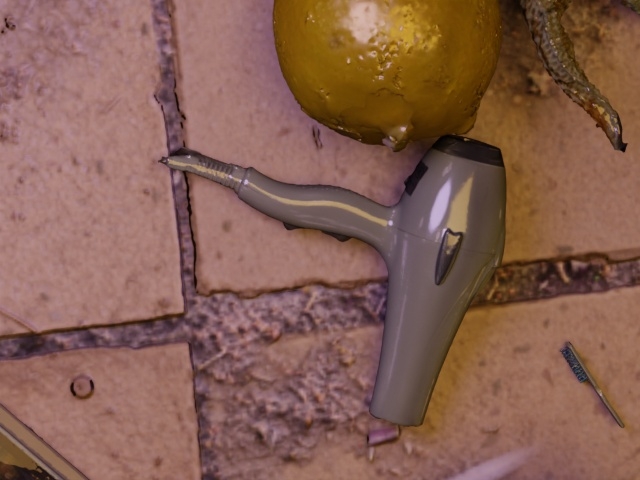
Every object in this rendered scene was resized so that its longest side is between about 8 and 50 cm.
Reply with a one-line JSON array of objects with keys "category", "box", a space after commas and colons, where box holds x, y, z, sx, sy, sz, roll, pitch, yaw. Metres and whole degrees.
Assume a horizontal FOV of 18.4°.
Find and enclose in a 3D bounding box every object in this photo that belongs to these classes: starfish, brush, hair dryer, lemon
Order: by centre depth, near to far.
[{"category": "lemon", "box": [0.048, -0.167, 1.486, 0.173, 0.173, 0.206, -14, 85, -13]}, {"category": "starfish", "box": [0.181, -0.267, 1.531, 0.347, 0.078, 0.358, 47, 43, -34]}, {"category": "hair dryer", "box": [0.014, 0.035, 1.545, 0.267, 0.092, 0.229, -3, 98, 0]}, {"category": "brush", "box": [0.222, 0.119, 1.615, 0.013, 0.016, 0.083, -35, 99, 2]}]

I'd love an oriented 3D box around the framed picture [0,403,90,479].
[{"category": "framed picture", "box": [-0.316, 0.175, 1.481, 0.250, 0.016, 0.184, 44, 81, -12]}]
